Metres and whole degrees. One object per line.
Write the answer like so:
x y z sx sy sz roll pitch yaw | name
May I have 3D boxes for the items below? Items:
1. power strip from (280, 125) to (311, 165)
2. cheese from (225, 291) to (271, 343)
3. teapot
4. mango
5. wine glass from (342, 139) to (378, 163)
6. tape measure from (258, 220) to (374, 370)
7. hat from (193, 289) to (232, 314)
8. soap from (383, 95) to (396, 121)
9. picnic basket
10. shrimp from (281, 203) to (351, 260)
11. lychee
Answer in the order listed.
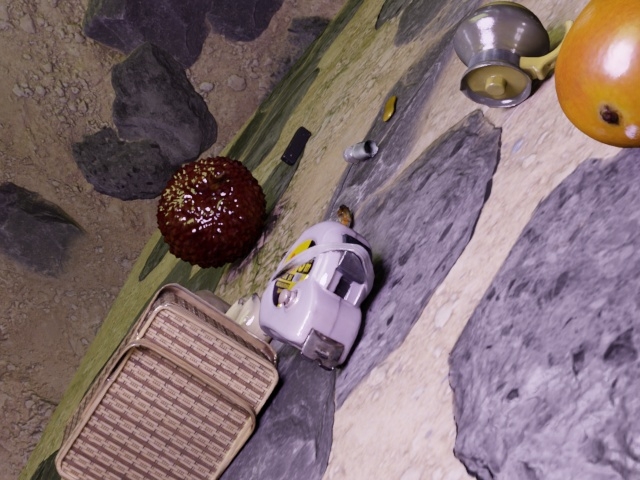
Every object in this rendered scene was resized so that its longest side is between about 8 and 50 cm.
-0.065 -0.248 2.325 0.111 0.038 0.029 -61 15 -26 | power strip
-0.166 0.200 1.569 0.249 0.070 0.163 -54 14 4 | cheese
0.259 -0.253 1.191 0.165 0.130 0.119 -4 61 31 | teapot
0.301 -0.176 0.825 0.175 0.139 0.254 -34 14 23 | mango
0.077 -0.171 1.700 0.083 0.042 0.039 173 102 -68 | wine glass
-0.004 0.068 1.258 0.197 0.120 0.236 -63 20 -7 | tape measure
-0.278 0.192 1.847 0.166 0.144 0.173 -53 -11 12 | hat
0.138 -0.265 1.771 0.034 0.012 0.089 -46 17 30 | soap
-0.230 0.249 1.349 0.313 0.228 0.175 -56 13 -2 | picnic basket
-0.003 -0.002 1.571 0.148 0.035 0.195 -60 22 -9 | shrimp
-0.257 -0.071 2.090 0.300 0.264 0.264 105 -173 -51 | lychee
